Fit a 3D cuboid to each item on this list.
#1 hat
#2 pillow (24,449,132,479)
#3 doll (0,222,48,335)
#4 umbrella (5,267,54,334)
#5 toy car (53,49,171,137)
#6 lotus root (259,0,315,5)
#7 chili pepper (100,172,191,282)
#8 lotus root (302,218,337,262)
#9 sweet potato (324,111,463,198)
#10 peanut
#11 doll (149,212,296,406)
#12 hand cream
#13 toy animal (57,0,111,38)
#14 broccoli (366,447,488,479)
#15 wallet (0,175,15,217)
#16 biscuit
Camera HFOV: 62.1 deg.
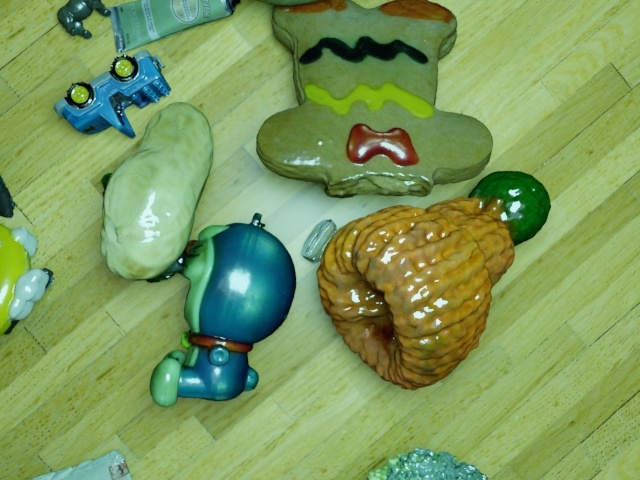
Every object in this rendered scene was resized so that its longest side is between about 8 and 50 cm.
[{"bbox_3d":[0.192,0.026,0.880,0.400,0.285,0.285,-39,91,-34],"label":"hat"},{"bbox_3d":[-0.427,0.447,0.907,0.229,0.051,0.128,-18,97,-2],"label":"pillow"},{"bbox_3d":[-0.579,0.071,0.874,0.252,0.111,0.237,-41,71,-6],"label":"doll"},{"bbox_3d":[-0.512,0.102,0.916,0.133,0.031,0.036,-51,134,-4],"label":"umbrella"},{"bbox_3d":[-0.336,-0.234,0.897,0.191,0.097,0.100,-32,92,-3],"label":"toy car"},{"bbox_3d":[-0.030,-0.458,0.828,0.309,0.173,0.173,-24,90,-15],"label":"lotus root"},{"bbox_3d":[-0.308,-0.022,0.915,0.108,0.062,0.216,-37,89,-3],"label":"chili pepper"},{"bbox_3d":[-0.001,-0.001,0.944,0.037,0.030,0.083,34,91,-33],"label":"lotus root"},{"bbox_3d":[0.128,-0.151,0.934,0.274,0.067,0.067,-33,91,0],"label":"sweet potato"},{"bbox_3d":[-0.253,-0.089,0.840,0.147,0.147,0.319,15,64,-2],"label":"peanut"},{"bbox_3d":[-0.146,0.109,0.851,0.186,0.198,0.322,16,89,-8],"label":"doll"},{"bbox_3d":[-0.256,-0.397,0.929,0.235,0.055,0.086,-12,85,5],"label":"hand cream"},{"bbox_3d":[-0.398,-0.417,0.922,0.065,0.047,0.136,45,94,10],"label":"toy animal"},{"bbox_3d":[0.183,0.475,0.864,0.375,0.302,0.249,32,64,-28],"label":"broccoli"},{"bbox_3d":[-0.667,-0.100,0.875,0.285,0.030,0.146,1,133,-4],"label":"wallet"},{"bbox_3d":[0.092,-0.253,0.858,0.368,0.076,0.394,4,65,-2],"label":"biscuit"}]
